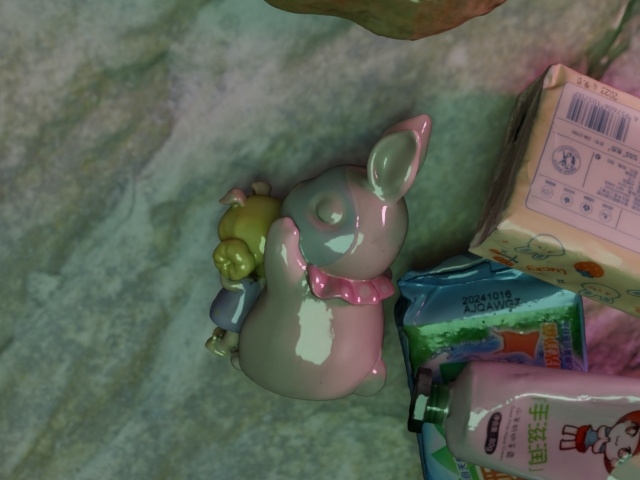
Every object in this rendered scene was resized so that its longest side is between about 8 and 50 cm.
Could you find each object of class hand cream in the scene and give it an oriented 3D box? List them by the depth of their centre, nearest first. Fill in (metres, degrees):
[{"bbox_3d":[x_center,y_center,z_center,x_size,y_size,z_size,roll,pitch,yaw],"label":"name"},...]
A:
[{"bbox_3d":[0.236,0.156,1.061,0.336,0.076,0.121,11,108,3],"label":"hand cream"}]

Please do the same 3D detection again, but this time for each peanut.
[{"bbox_3d":[0.042,-0.202,1.012,0.214,0.099,0.100,10,112,-4],"label":"peanut"}]

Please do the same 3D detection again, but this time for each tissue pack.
[{"bbox_3d":[0.232,-0.028,1.050,0.196,0.092,0.148,22,74,-5],"label":"tissue pack"}]

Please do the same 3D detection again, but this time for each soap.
[{"bbox_3d":[0.153,0.139,1.152,0.156,0.077,0.293,-9,111,5],"label":"soap"}]

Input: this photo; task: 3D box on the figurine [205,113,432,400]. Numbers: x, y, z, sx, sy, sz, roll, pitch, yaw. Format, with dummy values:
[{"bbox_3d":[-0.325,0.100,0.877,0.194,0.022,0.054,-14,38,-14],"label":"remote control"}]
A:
[{"bbox_3d":[0.000,0.000,1.079,0.155,0.127,0.236,22,113,21],"label":"figurine"}]
